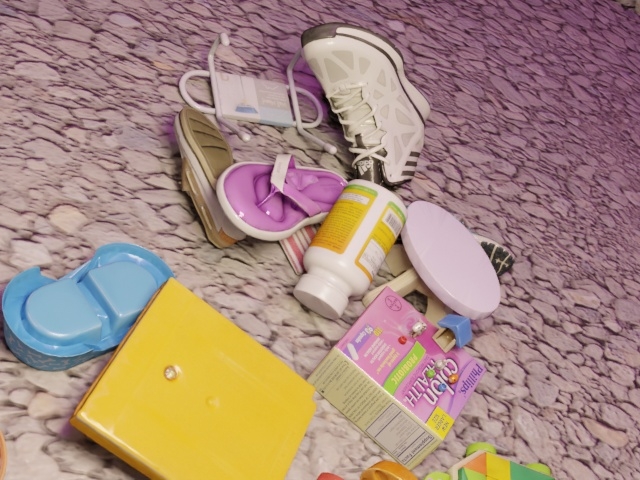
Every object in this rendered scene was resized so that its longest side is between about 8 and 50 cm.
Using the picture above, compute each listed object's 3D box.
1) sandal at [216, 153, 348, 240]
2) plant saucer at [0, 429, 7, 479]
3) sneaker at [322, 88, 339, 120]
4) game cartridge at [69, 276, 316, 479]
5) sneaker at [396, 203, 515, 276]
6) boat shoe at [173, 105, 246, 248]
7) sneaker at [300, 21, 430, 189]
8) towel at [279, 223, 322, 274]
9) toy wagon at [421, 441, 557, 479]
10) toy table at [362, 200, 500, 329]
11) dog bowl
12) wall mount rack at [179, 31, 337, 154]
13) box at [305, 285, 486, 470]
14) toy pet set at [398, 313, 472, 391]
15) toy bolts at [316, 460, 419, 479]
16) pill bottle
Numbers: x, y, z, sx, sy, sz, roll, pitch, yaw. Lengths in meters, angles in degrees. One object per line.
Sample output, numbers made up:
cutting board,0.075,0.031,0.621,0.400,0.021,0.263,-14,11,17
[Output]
sandal,-0.047,-0.104,1.713,0.169,0.102,0.416,53,29,13
plant saucer,-0.519,0.290,1.192,0.200,0.037,0.200,19,44,-19
sneaker,0.057,-0.383,2.162,0.108,0.100,0.271,12,46,-18
game cartridge,-0.177,0.255,1.386,0.323,0.052,0.285,40,48,-13
sneaker,0.296,-0.010,1.966,0.283,0.110,0.122,20,40,-17
boat shoe,-0.220,-0.123,1.719,0.113,0.103,0.302,12,42,-49
sneaker,0.104,-0.253,1.904,0.447,0.169,0.258,34,55,-50
towel,0.000,0.000,1.820,0.197,0.029,0.144,-8,57,-36
toy wagon,0.295,0.473,1.542,0.344,0.068,0.267,24,42,-14
toy table,0.220,0.075,1.794,0.252,0.161,0.274,6,48,-29
dog bowl,-0.365,0.108,1.438,0.297,0.074,0.166,-22,66,-44
wall mount rack,-0.114,-0.293,1.940,0.350,0.130,0.304,4,59,-30
box,0.138,0.240,1.617,0.243,0.117,0.213,41,41,6
toy pet set,0.220,0.181,1.588,0.114,0.065,0.122,-25,68,-45
toy bolts,0.039,0.430,1.302,0.228,0.218,0.158,12,36,34
pill bottle,0.051,0.019,1.698,0.136,0.136,0.246,33,70,-3
